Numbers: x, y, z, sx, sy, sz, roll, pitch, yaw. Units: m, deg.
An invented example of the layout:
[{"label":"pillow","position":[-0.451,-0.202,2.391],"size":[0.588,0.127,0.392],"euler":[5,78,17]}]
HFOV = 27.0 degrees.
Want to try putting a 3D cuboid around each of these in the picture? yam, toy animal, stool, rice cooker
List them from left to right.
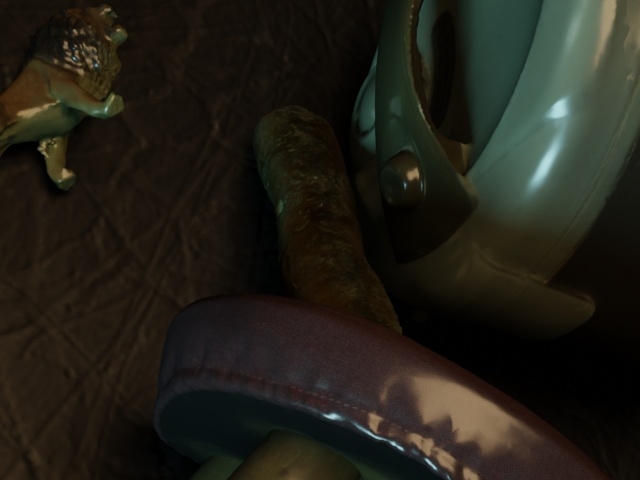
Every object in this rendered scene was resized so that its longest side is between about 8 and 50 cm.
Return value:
[{"label":"toy animal","position":[-0.176,-0.065,0.805],"size":[0.086,0.069,0.220],"euler":[28,45,7]},{"label":"yam","position":[0.000,0.000,0.803],"size":[0.061,0.061,0.253],"euler":[15,30,-21]},{"label":"stool","position":[0.006,0.166,0.662],"size":[0.272,0.272,0.178],"euler":[34,68,-8]},{"label":"rice cooker","position":[0.189,-0.085,0.848],"size":[0.325,0.335,0.335],"euler":[18,57,-18]}]
